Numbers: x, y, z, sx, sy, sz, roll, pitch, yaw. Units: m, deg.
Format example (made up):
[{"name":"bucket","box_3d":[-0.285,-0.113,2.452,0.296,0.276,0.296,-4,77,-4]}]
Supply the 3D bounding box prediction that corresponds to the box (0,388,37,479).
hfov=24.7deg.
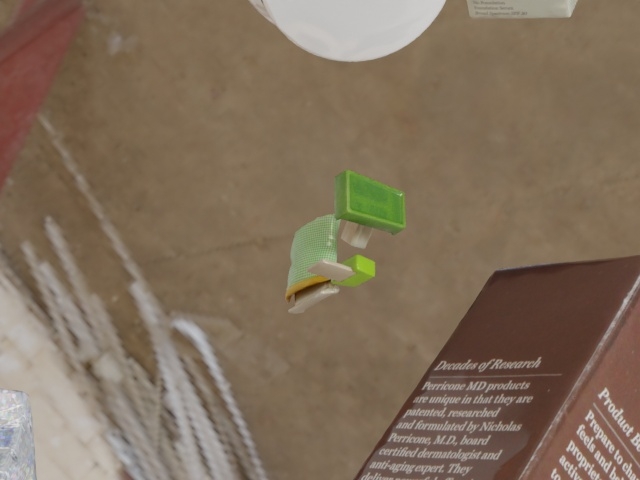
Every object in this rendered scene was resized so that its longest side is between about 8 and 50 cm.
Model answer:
[{"name":"box","box_3d":[-0.221,0.192,0.693,0.163,0.142,0.247,7,136,-1]}]

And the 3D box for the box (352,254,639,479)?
[{"name":"box","box_3d":[0.096,0.205,0.776,0.143,0.381,0.191,-6,128,53]}]

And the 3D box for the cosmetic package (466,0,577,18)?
[{"name":"cosmetic package","box_3d":[0.101,-0.175,0.767,0.060,0.041,0.115,2,132,24]}]

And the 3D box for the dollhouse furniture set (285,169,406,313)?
[{"name":"dollhouse furniture set","box_3d":[0.000,0.000,1.163,0.059,0.076,0.152,17,150,-31]}]

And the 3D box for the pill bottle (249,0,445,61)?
[{"name":"pill bottle","box_3d":[0.008,-0.310,1.382,0.210,0.363,0.210,-3,116,-7]}]
